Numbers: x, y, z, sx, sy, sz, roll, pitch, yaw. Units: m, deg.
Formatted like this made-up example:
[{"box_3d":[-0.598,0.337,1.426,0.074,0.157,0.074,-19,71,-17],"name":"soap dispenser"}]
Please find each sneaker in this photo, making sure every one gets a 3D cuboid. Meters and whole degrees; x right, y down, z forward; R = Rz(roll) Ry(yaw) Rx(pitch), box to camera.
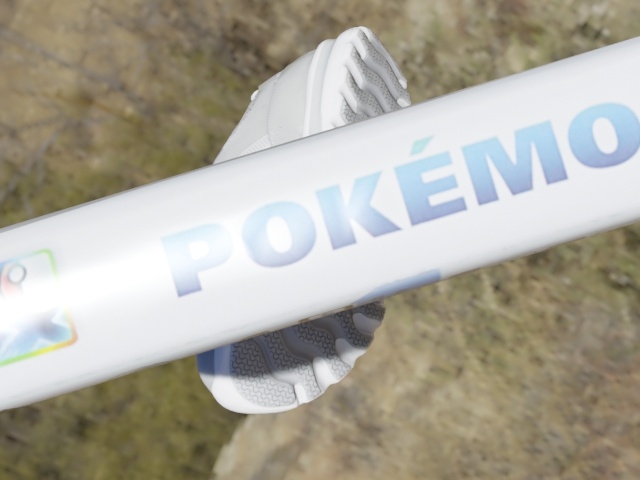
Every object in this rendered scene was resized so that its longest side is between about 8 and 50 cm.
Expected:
[{"box_3d":[-0.023,-0.004,1.038,0.115,0.105,0.281,-18,36,34],"name":"sneaker"}]

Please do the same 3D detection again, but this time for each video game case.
[{"box_3d":[0.000,0.000,0.479,0.329,0.299,0.036,107,146,-89],"name":"video game case"}]
